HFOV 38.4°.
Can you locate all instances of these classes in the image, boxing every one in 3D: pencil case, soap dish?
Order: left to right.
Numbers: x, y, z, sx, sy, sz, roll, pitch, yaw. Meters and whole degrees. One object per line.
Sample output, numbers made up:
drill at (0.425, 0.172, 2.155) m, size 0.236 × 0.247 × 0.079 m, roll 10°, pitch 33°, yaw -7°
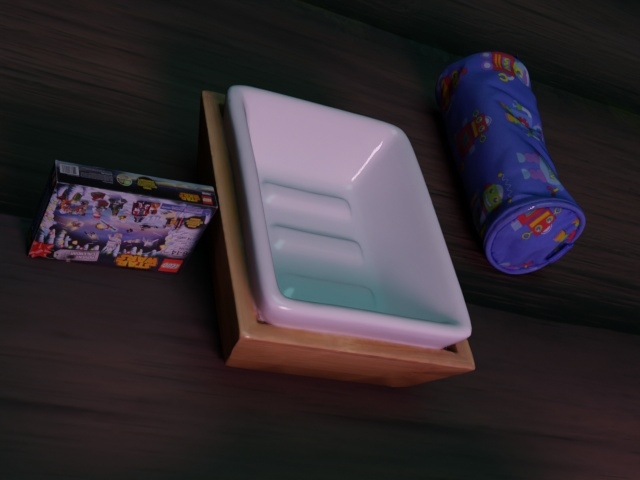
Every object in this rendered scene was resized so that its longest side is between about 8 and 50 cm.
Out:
soap dish at (0.000, 0.000, 0.858) m, size 0.228 × 0.118 × 0.291 m, roll 11°, pitch 45°, yaw -27°
pencil case at (0.228, -0.102, 1.122) m, size 0.133 × 0.119 × 0.306 m, roll 22°, pitch 40°, yaw -29°

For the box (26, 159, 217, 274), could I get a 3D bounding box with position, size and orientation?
box at (-0.167, -0.016, 0.774) m, size 0.137 × 0.094 × 0.027 m, roll 8°, pitch 46°, yaw -29°
